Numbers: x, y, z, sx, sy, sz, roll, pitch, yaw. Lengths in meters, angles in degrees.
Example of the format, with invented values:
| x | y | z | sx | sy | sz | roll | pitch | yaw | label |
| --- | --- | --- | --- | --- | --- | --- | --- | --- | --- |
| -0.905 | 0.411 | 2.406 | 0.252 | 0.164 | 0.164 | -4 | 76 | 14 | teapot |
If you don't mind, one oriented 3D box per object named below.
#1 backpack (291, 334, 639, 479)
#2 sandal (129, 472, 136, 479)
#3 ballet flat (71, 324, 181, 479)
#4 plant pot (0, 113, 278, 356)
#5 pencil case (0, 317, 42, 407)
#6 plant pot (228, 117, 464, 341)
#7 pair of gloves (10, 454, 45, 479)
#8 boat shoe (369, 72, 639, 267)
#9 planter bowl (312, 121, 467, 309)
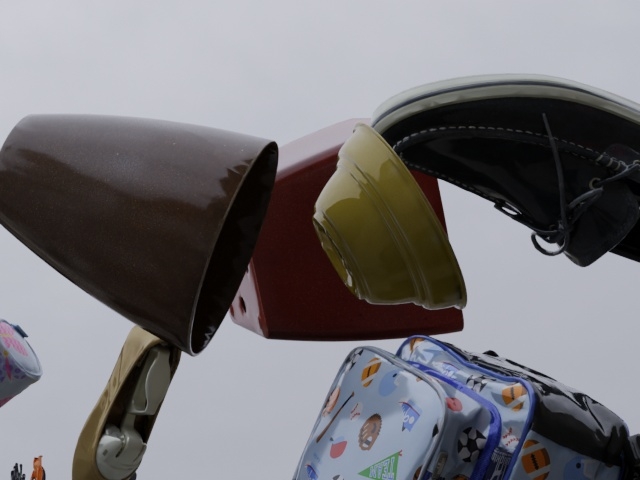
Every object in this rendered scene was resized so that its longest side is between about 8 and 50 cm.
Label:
| x | y | z | sx | sy | sz | roll | pitch | yaw | label |
| --- | --- | --- | --- | --- | --- | --- | --- | --- | --- |
| 0.098 | 0.221 | 1.102 | 0.213 | 0.263 | 0.276 | 16 | 2 | -19 | backpack |
| -0.326 | 0.454 | 2.088 | 0.097 | 0.054 | 0.254 | -33 | -32 | -49 | sandal |
| -0.218 | 0.200 | 1.550 | 0.080 | 0.232 | 0.073 | 18 | 2 | -34 | ballet flat |
| -0.185 | -0.032 | 1.293 | 0.230 | 0.215 | 0.215 | 21 | -30 | 7 | plant pot |
| -0.548 | 0.233 | 2.044 | 0.273 | 0.124 | 0.113 | -36 | -73 | 5 | pencil case |
| 0.000 | 0.000 | 1.718 | 0.235 | 0.267 | 0.267 | -14 | 8 | -18 | plant pot |
| -0.496 | 0.408 | 2.323 | 0.083 | 0.074 | 0.010 | -20 | -29 | 29 | pair of gloves |
| 0.293 | -0.062 | 1.524 | 0.500 | 0.156 | 0.187 | 14 | -24 | -16 | boat shoe |
| 0.053 | -0.004 | 1.382 | 0.090 | 0.217 | 0.217 | -30 | -29 | -7 | planter bowl |
